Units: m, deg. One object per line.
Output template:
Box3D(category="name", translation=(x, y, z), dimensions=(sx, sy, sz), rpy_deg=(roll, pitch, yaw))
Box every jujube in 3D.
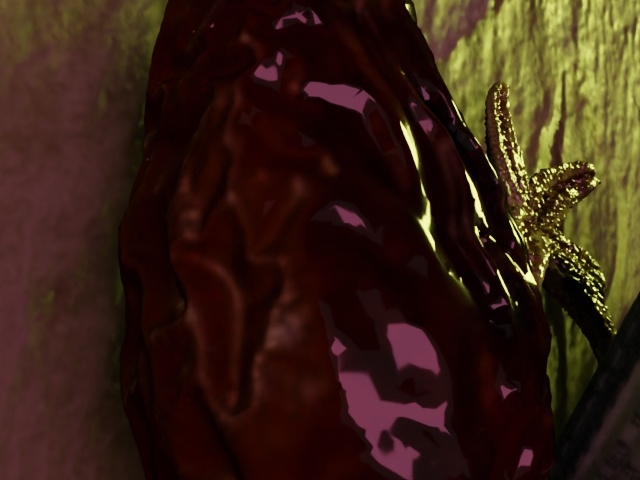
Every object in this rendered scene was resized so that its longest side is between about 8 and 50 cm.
Box3D(category="jujube", translation=(0.000, 0.000, 0.421), dimensions=(0.216, 0.216, 0.342), rpy_deg=(2, 76, -29))

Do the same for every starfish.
Box3D(category="starfish", translation=(0.142, -0.006, 0.544), dimensions=(0.238, 0.057, 0.213), rpy_deg=(-17, 80, -59))

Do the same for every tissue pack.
Box3D(category="tissue pack", translation=(0.216, 0.095, 0.487), dimensions=(0.185, 0.081, 0.257), rpy_deg=(-14, 132, -47))
